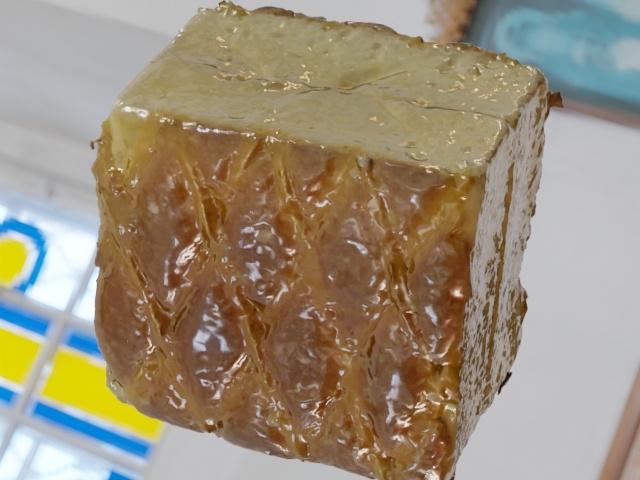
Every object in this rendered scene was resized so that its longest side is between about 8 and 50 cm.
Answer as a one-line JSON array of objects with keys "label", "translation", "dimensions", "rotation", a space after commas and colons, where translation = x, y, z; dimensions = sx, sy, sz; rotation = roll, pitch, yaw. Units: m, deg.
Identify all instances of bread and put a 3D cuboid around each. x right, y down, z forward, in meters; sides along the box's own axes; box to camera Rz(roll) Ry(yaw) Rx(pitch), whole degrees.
[{"label": "bread", "translation": [0.000, 0.000, 1.272], "dimensions": [0.207, 0.279, 0.279], "rotation": [-55, -24, -50]}]
